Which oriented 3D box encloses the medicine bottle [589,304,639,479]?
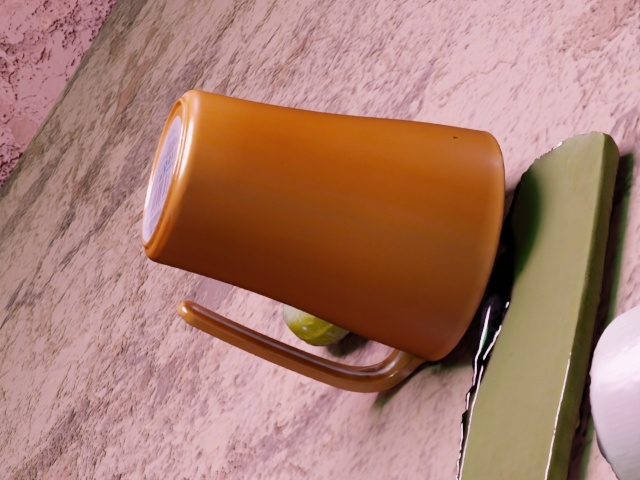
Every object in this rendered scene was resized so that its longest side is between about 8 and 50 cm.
[{"bbox_3d":[0.267,0.057,0.807,0.254,0.152,0.152,-27,38,48],"label":"medicine bottle"}]

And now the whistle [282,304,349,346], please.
[{"bbox_3d":[0.043,0.007,1.399,0.198,0.057,0.104,-52,19,-8],"label":"whistle"}]

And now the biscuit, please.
[{"bbox_3d":[0.154,0.061,1.140,0.099,0.038,0.322,-24,39,44],"label":"biscuit"}]

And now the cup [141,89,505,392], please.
[{"bbox_3d":[0.000,0.000,1.237,0.182,0.264,0.226,-108,34,-65],"label":"cup"}]
